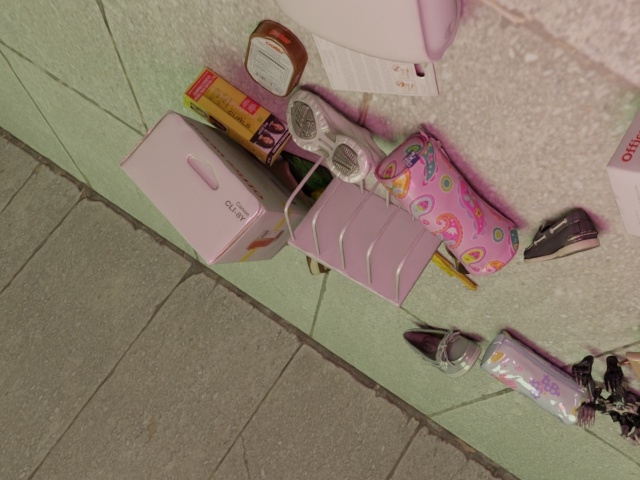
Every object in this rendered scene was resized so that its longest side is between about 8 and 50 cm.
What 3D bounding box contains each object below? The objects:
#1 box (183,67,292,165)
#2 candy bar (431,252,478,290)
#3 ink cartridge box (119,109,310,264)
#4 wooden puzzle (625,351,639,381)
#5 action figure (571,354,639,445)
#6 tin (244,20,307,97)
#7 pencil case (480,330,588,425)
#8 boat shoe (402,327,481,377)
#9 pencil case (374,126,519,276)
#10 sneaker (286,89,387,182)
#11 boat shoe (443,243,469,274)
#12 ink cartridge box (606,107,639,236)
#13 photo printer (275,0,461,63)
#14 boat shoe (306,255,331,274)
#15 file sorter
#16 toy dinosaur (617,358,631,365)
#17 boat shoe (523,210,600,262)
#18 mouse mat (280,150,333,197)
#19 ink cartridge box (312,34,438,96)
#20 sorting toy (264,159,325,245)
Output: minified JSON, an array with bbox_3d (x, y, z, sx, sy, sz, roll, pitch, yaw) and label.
[{"bbox_3d":[-0.174,-0.262,1.487,0.232,0.087,0.058,36,162,1],"label":"box"},{"bbox_3d":[0.292,0.065,1.588,0.161,0.018,0.040,38,167,-12],"label":"candy bar"},{"bbox_3d":[-0.202,-0.101,1.476,0.279,0.160,0.384,46,-171,9],"label":"ink cartridge box"},{"bbox_3d":[0.678,0.246,1.223,0.220,0.044,0.239,-6,143,38],"label":"wooden puzzle"},{"bbox_3d":[0.641,0.368,1.534,0.164,0.141,0.276,-1,140,45],"label":"action figure"},{"bbox_3d":[-0.082,-0.318,1.246,0.106,0.040,0.190,32,163,-3],"label":"tin"},{"bbox_3d":[0.526,0.335,1.707,0.273,0.113,0.124,33,156,9],"label":"pencil case"},{"bbox_3d":[0.341,0.307,1.993,0.103,0.118,0.320,35,171,-15],"label":"boat shoe"},{"bbox_3d":[0.223,-0.062,1.213,0.284,0.124,0.124,43,162,-21],"label":"pencil case"},{"bbox_3d":[0.031,-0.191,1.282,0.232,0.115,0.090,49,125,23],"label":"sneaker"},{"bbox_3d":[0.282,0.008,1.399,0.072,0.068,0.190,65,-171,30],"label":"boat shoe"},{"bbox_3d":[0.428,-0.072,0.761,0.176,0.128,0.127,18,156,44],"label":"ink cartridge box"},{"bbox_3d":[0.035,-0.344,0.819,0.256,0.107,0.307,27,161,27],"label":"photo printer"},{"bbox_3d":[0.000,-0.006,1.883,0.095,0.095,0.257,-5,144,9],"label":"boat shoe"},{"bbox_3d":[0.089,-0.038,1.409,0.277,0.193,0.173,29,160,19],"label":"file sorter"},{"bbox_3d":[0.664,0.248,1.344,0.183,0.053,0.092,21,173,40],"label":"toy dinosaur"},{"bbox_3d":[0.396,-0.004,1.169,0.206,0.075,0.065,131,128,-78],"label":"boat shoe"},{"bbox_3d":[-0.014,-0.137,1.653,0.152,0.007,0.190,25,160,31],"label":"mouse mat"},{"bbox_3d":[0.085,-0.282,1.044,0.179,0.045,0.145,7,152,22],"label":"ink cartridge box"},{"bbox_3d":[-0.066,-0.083,1.694,0.307,0.041,0.229,-1,123,55],"label":"sorting toy"}]
